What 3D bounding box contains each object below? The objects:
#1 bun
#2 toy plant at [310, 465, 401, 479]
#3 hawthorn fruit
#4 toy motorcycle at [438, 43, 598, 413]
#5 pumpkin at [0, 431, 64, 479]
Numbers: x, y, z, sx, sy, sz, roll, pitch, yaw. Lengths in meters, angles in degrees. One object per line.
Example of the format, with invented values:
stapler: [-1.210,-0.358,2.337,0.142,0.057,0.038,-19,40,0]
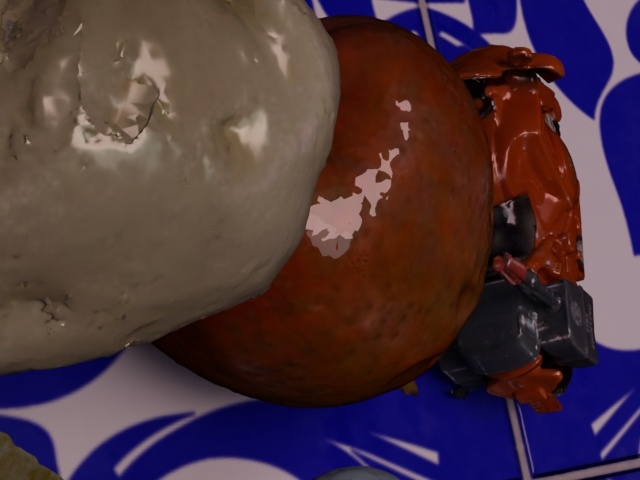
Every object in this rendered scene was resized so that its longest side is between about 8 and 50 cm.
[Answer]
bun: [-0.176,-0.084,0.699,0.326,0.362,0.234,-36,137,-39]
toy plant: [-0.020,0.261,0.796,0.247,0.332,0.247,11,67,-28]
hawthorn fruit: [0.000,0.000,0.952,0.277,0.277,0.298,-54,124,-33]
toy motorcycle: [0.153,-0.031,1.124,0.221,0.148,0.325,31,51,-47]
pumpkin: [-0.307,0.145,0.670,0.332,0.332,0.199,27,69,-23]
